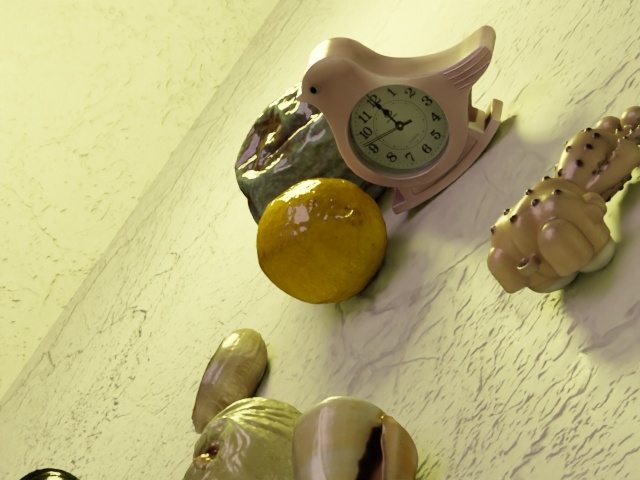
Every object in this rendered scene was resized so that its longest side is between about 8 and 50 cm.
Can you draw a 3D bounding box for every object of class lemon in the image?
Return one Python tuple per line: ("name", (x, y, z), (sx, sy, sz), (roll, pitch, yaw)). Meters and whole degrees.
("lemon", (0.000, 0.000, 2.256), (0.188, 0.188, 0.256), (-60, 16, -25))

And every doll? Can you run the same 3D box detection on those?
("doll", (0.303, -0.051, 1.752), (0.278, 0.119, 0.154), (-48, 16, -23))

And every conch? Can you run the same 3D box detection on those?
("conch", (0.043, 0.292, 1.726), (0.158, 0.127, 0.255), (-10, 59, 21))

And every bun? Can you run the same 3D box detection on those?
("bun", (-0.108, 0.305, 1.998), (0.220, 0.134, 0.220), (-41, 23, 22))

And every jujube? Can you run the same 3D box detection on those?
("jujube", (-0.001, -0.127, 2.478), (0.308, 0.215, 0.246), (-37, 45, 29))

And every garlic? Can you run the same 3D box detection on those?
("garlic", (-0.137, 0.205, 2.364), (0.101, 0.087, 0.195), (-48, 15, 56))

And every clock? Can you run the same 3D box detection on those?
("clock", (0.134, -0.217, 2.224), (0.290, 0.275, 0.080), (-39, 17, 25))

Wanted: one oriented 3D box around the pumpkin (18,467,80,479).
("pumpkin", (-0.467, 0.479, 2.504), (0.220, 0.162, 0.220), (-40, 19, 17))
